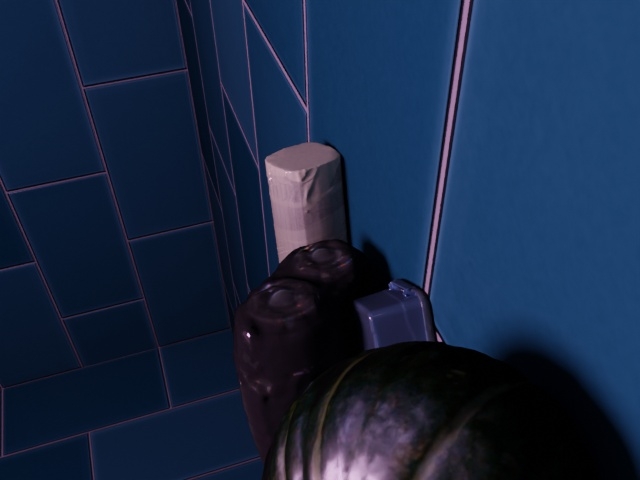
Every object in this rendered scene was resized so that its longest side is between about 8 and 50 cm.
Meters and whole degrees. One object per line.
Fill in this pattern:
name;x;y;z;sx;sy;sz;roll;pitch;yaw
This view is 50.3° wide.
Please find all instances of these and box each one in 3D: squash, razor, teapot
squash;0.062;0.166;0.406;0.172;0.218;0.218;-36;-62;-62
razor;0.007;0.173;0.702;0.107;0.189;0.326;3;118;31
teapot;0.000;0.000;0.770;0.107;0.077;0.200;30;136;46

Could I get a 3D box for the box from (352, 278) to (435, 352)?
box;0.066;0.090;0.610;0.074;0.054;0.099;-155;53;-72
